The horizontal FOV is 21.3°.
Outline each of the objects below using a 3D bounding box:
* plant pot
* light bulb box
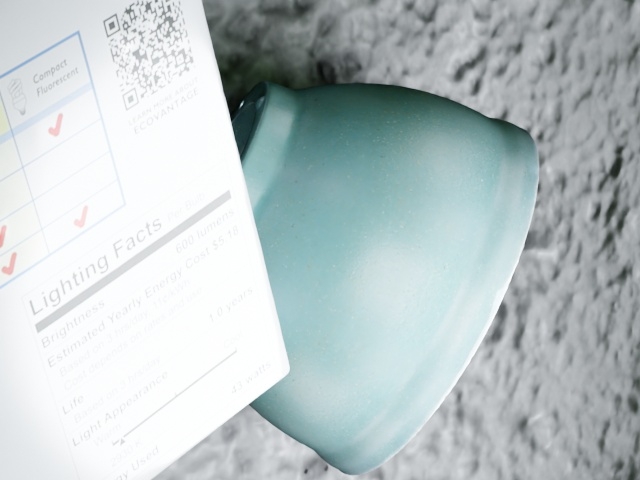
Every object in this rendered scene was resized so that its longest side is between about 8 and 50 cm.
[{"bbox_3d":[0.000,0.000,1.261,0.196,0.293,0.293,28,76,-14],"label":"plant pot"},{"bbox_3d":[-0.241,-0.002,1.014,0.358,0.225,0.361,-36,129,-34],"label":"light bulb box"}]
